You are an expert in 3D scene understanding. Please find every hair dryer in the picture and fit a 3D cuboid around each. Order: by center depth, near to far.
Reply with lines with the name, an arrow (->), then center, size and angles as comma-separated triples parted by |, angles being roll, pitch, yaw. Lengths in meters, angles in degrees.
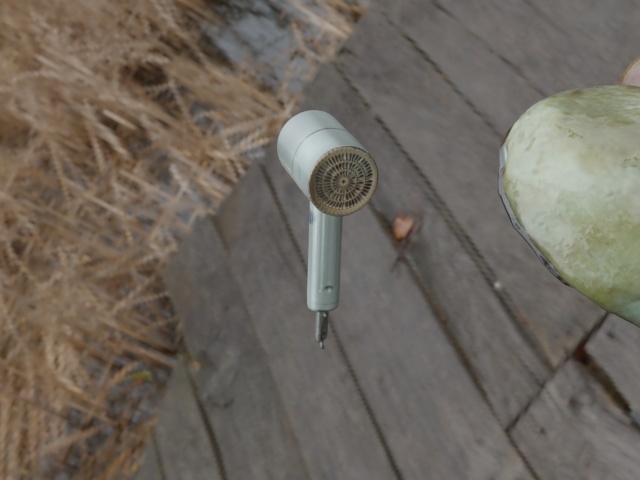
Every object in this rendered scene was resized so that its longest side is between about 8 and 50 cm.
hair dryer -> 0.000, 0.000, 1.804 | 0.173, 0.107, 0.357 | -125, 35, -60

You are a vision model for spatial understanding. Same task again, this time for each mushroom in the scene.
mushroom -> 0.302, -0.047, 1.140 | 0.267, 0.189, 0.164 | 59, 140, 14

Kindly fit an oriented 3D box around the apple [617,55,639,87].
apple -> 0.548, -0.213, 1.823 | 0.211, 0.188, 0.211 | -46, -16, -17
